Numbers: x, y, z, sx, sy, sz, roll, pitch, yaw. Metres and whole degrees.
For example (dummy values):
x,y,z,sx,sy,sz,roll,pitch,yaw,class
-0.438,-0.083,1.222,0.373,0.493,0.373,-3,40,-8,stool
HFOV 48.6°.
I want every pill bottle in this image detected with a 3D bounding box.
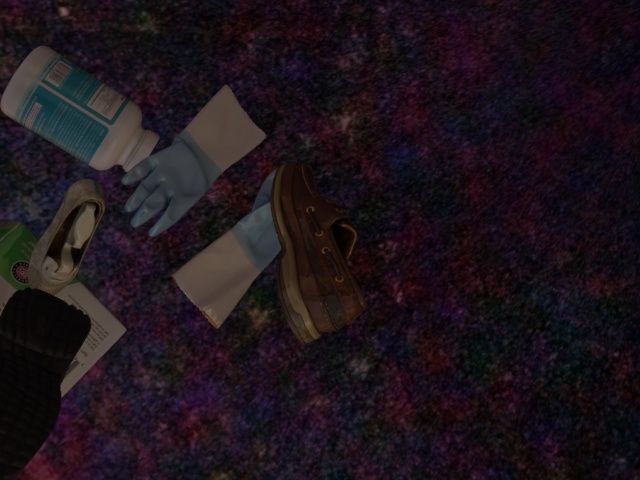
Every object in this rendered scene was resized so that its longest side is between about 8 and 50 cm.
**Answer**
x,y,z,sx,sy,sz,roll,pitch,yaw,class
-0.436,-0.228,1.310,0.264,0.146,0.146,33,132,-17,pill bottle

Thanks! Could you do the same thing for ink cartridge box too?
x,y,z,sx,sy,sz,roll,pitch,yaw,class
-0.439,0.144,0.920,0.121,0.289,0.211,9,140,53,ink cartridge box

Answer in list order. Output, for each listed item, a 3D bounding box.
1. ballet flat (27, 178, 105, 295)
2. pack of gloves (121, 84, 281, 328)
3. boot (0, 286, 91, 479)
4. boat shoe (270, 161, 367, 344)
x,y,z,sx,sy,sz,roll,pitch,yaw,class
-0.298,0.006,0.828,0.052,0.057,0.168,48,118,46,ballet flat
-0.103,-0.050,0.816,0.046,0.232,0.195,-15,119,45,pack of gloves
-0.321,0.201,0.638,0.118,0.338,0.222,31,104,-5,boot
0.000,0.000,0.549,0.060,0.178,0.064,-18,133,9,boat shoe
